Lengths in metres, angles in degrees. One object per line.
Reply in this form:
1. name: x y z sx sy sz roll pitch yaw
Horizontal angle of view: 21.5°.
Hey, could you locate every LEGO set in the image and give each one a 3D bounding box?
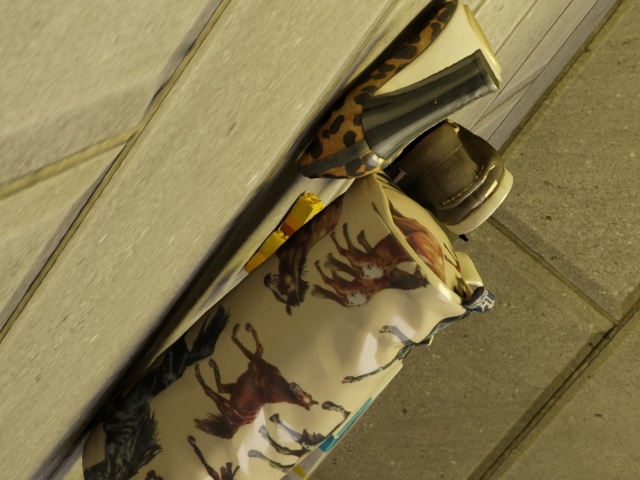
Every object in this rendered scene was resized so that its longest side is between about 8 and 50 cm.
1. LEGO set: 0.000 0.000 1.690 0.227 0.087 0.093 -30 157 -56

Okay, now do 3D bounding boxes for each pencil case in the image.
1. pencil case: -0.038 0.126 1.536 0.410 0.183 0.160 -43 -142 11

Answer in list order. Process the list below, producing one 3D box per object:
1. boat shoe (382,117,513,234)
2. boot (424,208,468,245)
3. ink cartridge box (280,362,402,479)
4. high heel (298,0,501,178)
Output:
1. boat shoe: 0.094 -0.089 1.664 0.112 0.095 0.335 -45 -163 -3
2. boot: 0.072 0.016 2.035 0.198 0.137 0.077 -48 173 -15
3. ink cartridge box: -0.029 0.226 2.416 0.171 0.168 0.233 -45 172 -37
4. high heel: 0.067 -0.134 1.524 0.186 0.093 0.261 -28 -167 12
